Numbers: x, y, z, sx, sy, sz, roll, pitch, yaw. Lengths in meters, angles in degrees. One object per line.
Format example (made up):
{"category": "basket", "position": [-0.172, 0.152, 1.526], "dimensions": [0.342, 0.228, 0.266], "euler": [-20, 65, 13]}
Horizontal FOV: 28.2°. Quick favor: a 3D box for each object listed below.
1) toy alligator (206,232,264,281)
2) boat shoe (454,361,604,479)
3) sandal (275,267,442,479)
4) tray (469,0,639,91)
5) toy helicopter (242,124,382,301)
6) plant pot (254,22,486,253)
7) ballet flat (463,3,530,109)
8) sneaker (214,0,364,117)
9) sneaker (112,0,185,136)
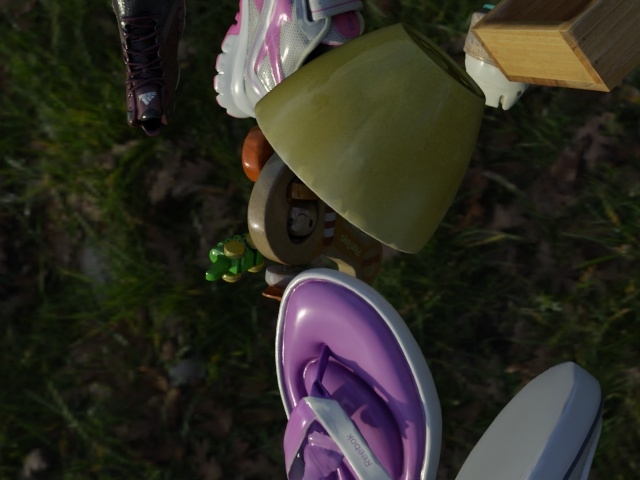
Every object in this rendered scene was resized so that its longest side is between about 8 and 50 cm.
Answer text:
{"category": "toy alligator", "position": [-0.094, 0.007, 1.807], "dimensions": [0.051, 0.190, 0.056], "euler": [42, 142, 32]}
{"category": "boat shoe", "position": [0.118, 0.207, 0.786], "dimensions": [0.088, 0.096, 0.267], "euler": [32, 75, -13]}
{"category": "sandal", "position": [0.027, 0.228, 1.216], "dimensions": [0.169, 0.102, 0.416], "euler": [7, 117, 27]}
{"category": "tray", "position": [0.342, -0.297, 1.156], "dimensions": [0.411, 0.203, 0.076], "euler": [-41, 107, -6]}
{"category": "toy helicopter", "position": [0.000, 0.000, 1.800], "dimensions": [0.140, 0.355, 0.235], "euler": [10, 75, 30]}
{"category": "plant pot", "position": [0.042, -0.073, 0.762], "dimensions": [0.095, 0.134, 0.134], "euler": [-48, 67, 17]}
{"category": "ballet flat", "position": [0.214, -0.204, 1.461], "dimensions": [0.107, 0.316, 0.106], "euler": [24, 101, 8]}
{"category": "sneaker", "position": [-0.011, -0.208, 1.040], "dimensions": [0.111, 0.103, 0.252], "euler": [22, 124, 29]}
{"category": "sneaker", "position": [-0.247, -0.265, 1.872], "dimensions": [0.106, 0.281, 0.162], "euler": [-4, 52, -1]}
